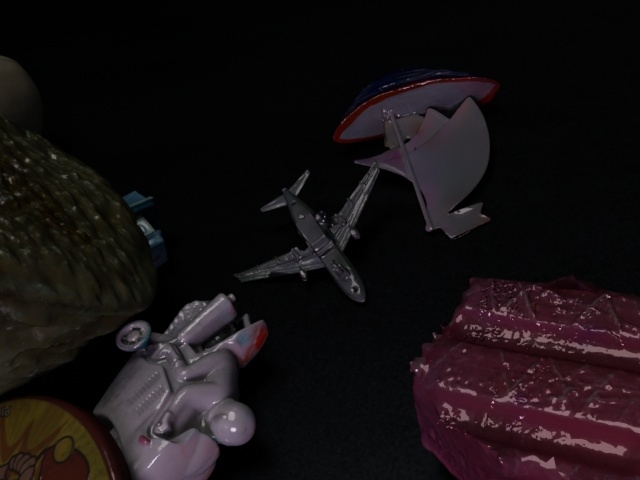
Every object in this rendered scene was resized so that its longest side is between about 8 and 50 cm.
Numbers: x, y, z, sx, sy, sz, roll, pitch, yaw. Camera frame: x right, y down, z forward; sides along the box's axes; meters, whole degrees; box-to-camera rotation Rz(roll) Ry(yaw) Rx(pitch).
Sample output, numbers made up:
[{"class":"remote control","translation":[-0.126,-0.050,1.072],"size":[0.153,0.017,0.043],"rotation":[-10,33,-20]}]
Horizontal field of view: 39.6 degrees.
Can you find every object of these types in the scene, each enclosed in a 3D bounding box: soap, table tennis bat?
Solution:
[{"class":"soap","translation":[0.235,0.147,0.704],"size":[0.324,0.127,0.220],"rotation":[9,48,33]},{"class":"table tennis bat","translation":[-0.247,0.297,0.775],"size":[0.414,0.051,0.268],"rotation":[29,81,40]}]

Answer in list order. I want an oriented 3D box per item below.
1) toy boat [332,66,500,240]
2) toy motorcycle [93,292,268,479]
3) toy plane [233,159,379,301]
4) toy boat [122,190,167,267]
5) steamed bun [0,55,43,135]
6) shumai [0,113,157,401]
[{"class":"toy boat","translation":[0.155,-0.137,1.141],"size":[0.219,0.072,0.318],"rotation":[-33,42,-9]},{"class":"toy motorcycle","translation":[-0.136,0.166,0.885],"size":[0.171,0.110,0.260],"rotation":[13,50,29]},{"class":"toy plane","translation":[-0.002,-0.003,1.059],"size":[0.226,0.058,0.226],"rotation":[-39,38,4]},{"class":"toy boat","translation":[-0.298,0.036,1.130],"size":[0.238,0.109,0.098],"rotation":[-34,64,-23]},{"class":"steamed bun","translation":[-0.572,-0.164,1.410],"size":[0.283,0.177,0.283],"rotation":[-23,-1,0]},{"class":"shumai","translation":[-0.400,0.057,0.940],"size":[0.324,0.397,0.323],"rotation":[48,113,30]}]
